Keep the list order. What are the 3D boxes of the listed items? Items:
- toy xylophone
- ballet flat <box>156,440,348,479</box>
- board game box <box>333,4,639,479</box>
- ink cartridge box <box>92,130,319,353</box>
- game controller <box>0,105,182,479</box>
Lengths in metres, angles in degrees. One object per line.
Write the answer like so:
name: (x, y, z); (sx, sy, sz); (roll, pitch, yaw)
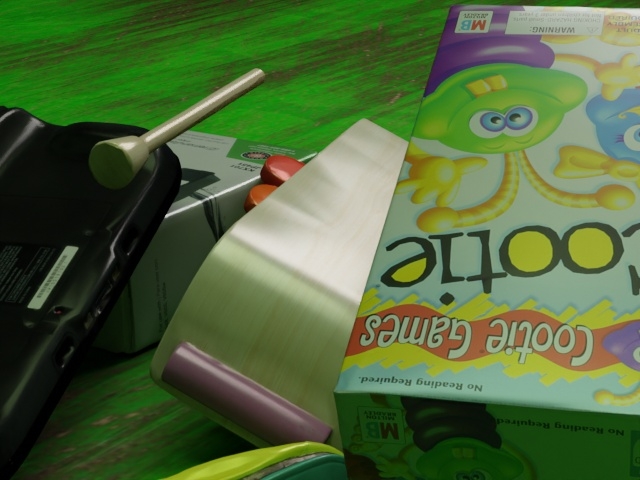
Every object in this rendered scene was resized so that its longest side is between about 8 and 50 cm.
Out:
toy xylophone: (0.000, 0.000, 0.857); (0.236, 0.081, 0.323); (34, 30, 16)
ballet flat: (-0.082, 0.140, 0.605); (0.231, 0.077, 0.077); (-12, 1, -37)
board game box: (0.110, 0.023, 0.659); (0.144, 0.142, 0.275); (3, 42, 14)
ink cartridge box: (-0.118, -0.008, 0.988); (0.153, 0.086, 0.208); (12, 24, 34)
game controller: (-0.197, 0.028, 0.806); (0.167, 0.067, 0.319); (11, 42, 11)
